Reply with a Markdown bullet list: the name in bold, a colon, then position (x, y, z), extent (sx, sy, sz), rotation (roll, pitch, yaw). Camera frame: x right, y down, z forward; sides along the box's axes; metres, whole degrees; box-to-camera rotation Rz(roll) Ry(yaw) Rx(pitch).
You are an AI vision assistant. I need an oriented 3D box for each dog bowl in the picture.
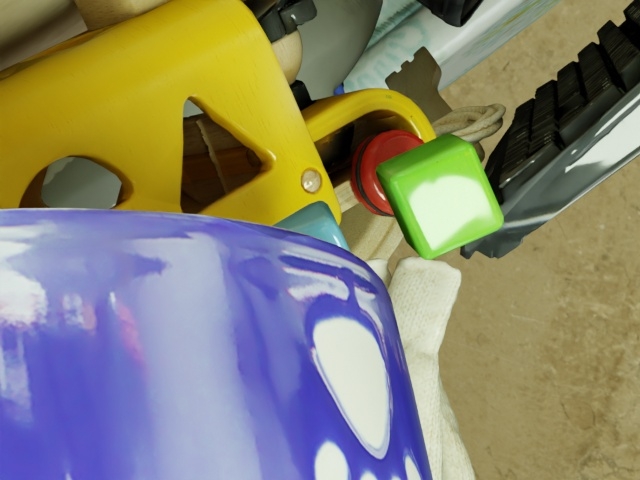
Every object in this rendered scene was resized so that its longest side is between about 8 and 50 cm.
- **dog bowl**: position (-0.103, 0.082, 0.411), extent (0.265, 0.104, 0.265), rotation (-9, 165, -2)

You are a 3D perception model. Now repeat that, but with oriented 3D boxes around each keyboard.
- **keyboard**: position (0.137, -0.080, 0.689), extent (0.201, 0.033, 0.317), rotation (-37, -176, 11)

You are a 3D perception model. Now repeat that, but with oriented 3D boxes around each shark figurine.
- **shark figurine**: position (-0.049, -0.039, 0.832), extent (0.278, 0.116, 0.166), rotation (-39, 180, -15)

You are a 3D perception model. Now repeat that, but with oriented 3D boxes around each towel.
- **towel**: position (0.098, -0.175, 1.201), extent (0.374, 0.090, 0.320), rotation (-37, 178, 24)

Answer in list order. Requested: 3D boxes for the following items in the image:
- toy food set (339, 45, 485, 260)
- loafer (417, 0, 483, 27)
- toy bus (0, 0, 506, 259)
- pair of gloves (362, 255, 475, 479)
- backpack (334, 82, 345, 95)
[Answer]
- **toy food set**: position (0.000, 0.000, 0.863), extent (0.192, 0.038, 0.132), rotation (-38, -148, 9)
- **loafer**: position (0.102, -0.172, 0.843), extent (0.076, 0.078, 0.223), rotation (-38, -179, -32)
- **toy bus**: position (-0.048, -0.033, 0.562), extent (0.191, 0.104, 0.202), rotation (-21, -166, 12)
- **pair of gloves**: position (-0.065, 0.104, 0.578), extent (0.240, 0.042, 0.204), rotation (-7, -123, 30)
- **backpack**: position (-0.031, -0.042, 1.034), extent (0.098, 0.120, 0.101), rotation (-40, 147, 29)
